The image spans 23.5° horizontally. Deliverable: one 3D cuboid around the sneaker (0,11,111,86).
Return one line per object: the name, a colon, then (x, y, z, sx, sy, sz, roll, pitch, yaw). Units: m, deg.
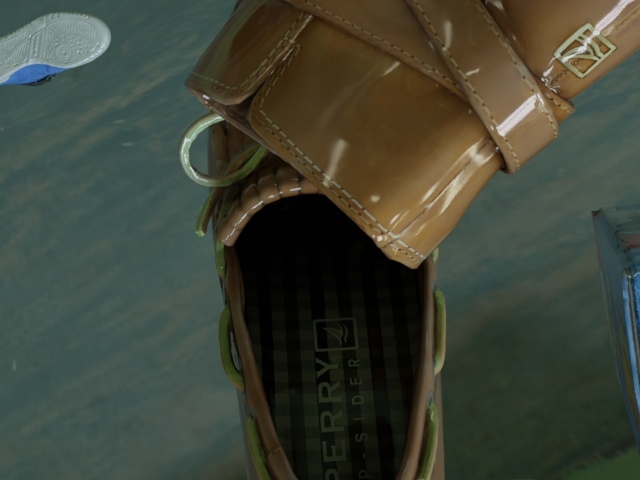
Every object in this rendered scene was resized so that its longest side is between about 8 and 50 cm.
sneaker: (-0.268, -0.189, 1.514, 0.152, 0.084, 0.058, -17, 95, 15)

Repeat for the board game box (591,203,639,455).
board game box: (0.259, 0.019, 0.545, 0.308, 0.302, 0.086, -7, 94, 10)

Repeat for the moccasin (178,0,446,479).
moccasin: (-0.003, 0.000, 0.815, 0.139, 0.147, 0.380, 1, 56, 0)

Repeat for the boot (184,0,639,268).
boot: (0.037, -0.126, 0.526, 0.109, 0.283, 0.220, 33, 99, -40)
